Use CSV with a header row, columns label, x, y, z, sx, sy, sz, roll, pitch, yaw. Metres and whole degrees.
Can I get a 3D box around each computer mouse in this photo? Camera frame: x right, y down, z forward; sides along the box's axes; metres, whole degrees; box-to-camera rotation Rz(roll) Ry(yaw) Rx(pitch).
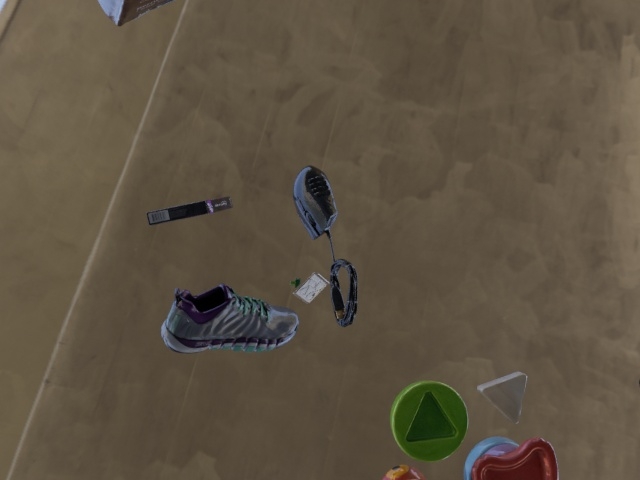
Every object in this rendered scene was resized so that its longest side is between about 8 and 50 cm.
label,x,y,z,sx,sy,sz,roll,pitch,yaw
computer mouse,0.000,0.000,0.698,0.041,0.071,0.242,5,-126,-32

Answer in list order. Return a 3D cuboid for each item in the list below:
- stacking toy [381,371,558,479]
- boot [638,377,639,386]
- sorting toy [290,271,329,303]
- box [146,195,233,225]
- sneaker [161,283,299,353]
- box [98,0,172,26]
label,x,y,z,sx,sy,sz,roll,pitch,yaw
stacking toy,0.239,0.370,0.932,0.308,0.130,0.280,-6,-92,-9
boot,0.686,0.350,0.948,0.347,0.131,0.261,5,-105,-52
sorting toy,-0.024,0.083,0.985,0.062,0.083,0.012,-42,-128,3
box,-0.248,-0.059,1.019,0.115,0.162,0.029,-11,-85,7
sneaker,-0.118,0.111,0.787,0.223,0.098,0.083,-1,-144,-36
box,-0.076,-0.250,0.251,0.168,0.167,0.203,-34,-71,-17
